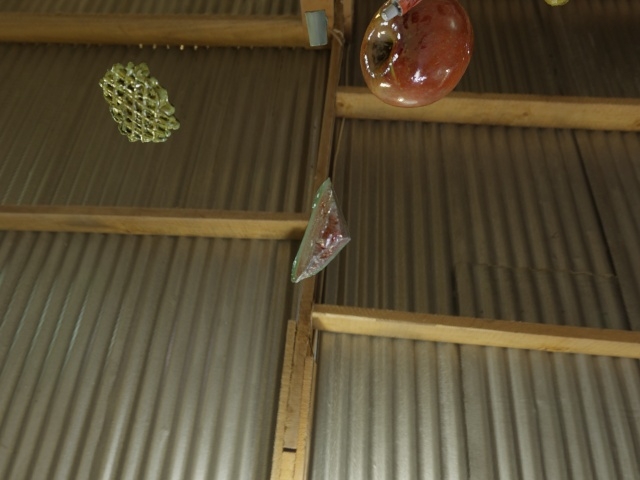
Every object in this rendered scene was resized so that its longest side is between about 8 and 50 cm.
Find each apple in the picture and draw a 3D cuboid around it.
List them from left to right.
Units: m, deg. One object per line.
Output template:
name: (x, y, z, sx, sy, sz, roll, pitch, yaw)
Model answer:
apple: (0.301, -0.596, 1.330, 0.277, 0.348, 0.348, -7, -117, -34)

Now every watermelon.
watermelon: (0.002, -0.002, 0.661, 0.081, 0.180, 0.094, 24, -145, 6)

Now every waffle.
waffle: (-0.703, -0.521, 1.628, 0.297, 0.317, 0.073, -6, -144, 23)

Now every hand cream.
hand cream: (0.225, -0.546, 0.912, 0.216, 0.052, 0.038, -36, -100, 3)

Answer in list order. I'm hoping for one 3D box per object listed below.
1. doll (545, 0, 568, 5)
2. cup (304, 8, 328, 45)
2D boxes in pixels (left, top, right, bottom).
doll: (0.293, -0.372, 0.585, 0.137, 0.097, 0.209, -45, -141, -16)
cup: (-0.008, -0.576, 1.142, 0.054, 0.083, 0.075, -2, -148, 10)
